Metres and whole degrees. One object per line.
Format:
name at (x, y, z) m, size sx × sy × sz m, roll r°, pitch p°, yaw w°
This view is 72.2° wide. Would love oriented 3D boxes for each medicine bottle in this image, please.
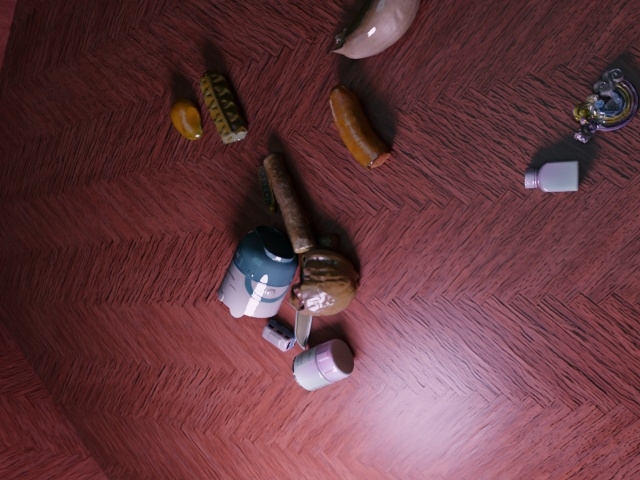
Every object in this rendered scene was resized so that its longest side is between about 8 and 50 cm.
medicine bottle at (0.569, -0.157, 1.080) m, size 0.117 × 0.055 × 0.074 m, roll 0°, pitch 98°, yaw 29°
medicine bottle at (0.010, 0.409, 1.446) m, size 0.168 × 0.135 × 0.135 m, roll -31°, pitch 82°, yaw 31°

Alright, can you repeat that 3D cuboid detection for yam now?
yam at (-0.107, -0.125, 1.440) m, size 0.081 × 0.081 × 0.357 m, roll -30°, pitch 73°, yaw 30°

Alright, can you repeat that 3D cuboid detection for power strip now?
power strip at (-0.181, -0.179, 1.525) m, size 0.049 × 0.028 × 0.178 m, roll -10°, pitch 93°, yaw 30°

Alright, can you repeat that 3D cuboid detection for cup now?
cup at (-0.212, 0.091, 1.493) m, size 0.258 × 0.219 × 0.290 m, roll -63°, pitch 35°, yaw 22°

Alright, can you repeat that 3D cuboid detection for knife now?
knife at (-0.053, 0.212, 1.510) m, size 0.061 × 0.027 × 0.343 m, roll 7°, pitch 99°, yaw 14°

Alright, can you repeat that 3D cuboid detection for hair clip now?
hair clip at (0.661, -0.304, 1.015) m, size 0.116 × 0.049 × 0.172 m, roll 38°, pitch 107°, yaw 5°

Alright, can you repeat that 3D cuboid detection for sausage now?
sausage at (0.106, -0.337, 1.297) m, size 0.108 × 0.109 × 0.271 m, roll -31°, pitch 82°, yaw 30°

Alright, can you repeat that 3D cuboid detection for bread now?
bread at (-0.342, -0.473, 1.539) m, size 0.098 × 0.087 × 0.270 m, roll -27°, pitch 83°, yaw 34°

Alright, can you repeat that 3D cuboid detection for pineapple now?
pineapple at (0.000, 0.000, 1.443) m, size 0.124 × 0.058 × 0.058 m, roll 9°, pitch 103°, yaw 41°

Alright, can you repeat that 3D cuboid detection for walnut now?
walnut at (0.009, 0.156, 1.382) m, size 0.204 × 0.141 × 0.238 m, roll 25°, pitch 118°, yaw 4°

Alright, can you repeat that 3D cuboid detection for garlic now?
garlic at (0.154, -0.616, 1.225) m, size 0.338 × 0.151 × 0.196 m, roll -52°, pitch 45°, yaw 33°

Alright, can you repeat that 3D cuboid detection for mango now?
mango at (-0.498, -0.450, 1.635) m, size 0.115 × 0.089 × 0.165 m, roll -14°, pitch 94°, yaw 21°

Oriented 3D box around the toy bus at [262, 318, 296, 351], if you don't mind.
toy bus at (-0.151, 0.338, 1.561) m, size 0.122 × 0.075 × 0.060 m, roll 29°, pitch 111°, yaw 23°
